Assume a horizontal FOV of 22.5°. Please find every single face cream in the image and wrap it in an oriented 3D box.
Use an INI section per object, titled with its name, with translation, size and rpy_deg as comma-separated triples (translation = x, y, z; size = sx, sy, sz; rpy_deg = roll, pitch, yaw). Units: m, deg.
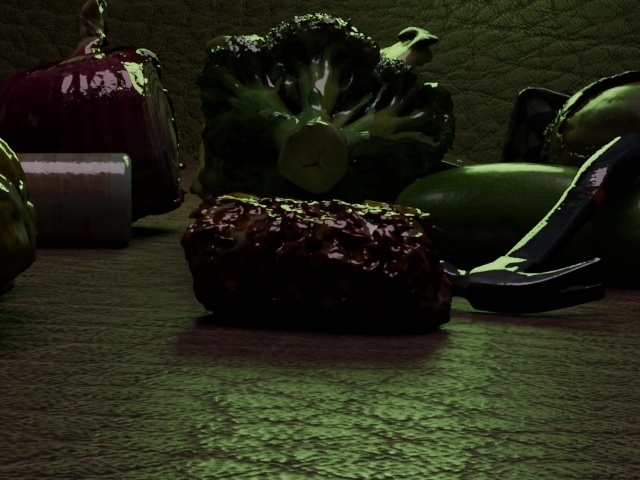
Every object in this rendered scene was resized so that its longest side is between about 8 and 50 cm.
[face cream]
translation = -0.330, -0.045, 1.742
size = 0.251, 0.101, 0.101
rpy_deg = 0, 6, -7

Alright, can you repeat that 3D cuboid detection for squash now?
[squash]
translation = 0.218, -0.018, 1.531
size = 0.395, 0.107, 0.107
rpy_deg = 7, 8, 41

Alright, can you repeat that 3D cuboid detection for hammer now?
[hammer]
translation = 0.215, -0.019, 1.367
size = 0.137, 0.037, 0.290
rpy_deg = 10, 33, 34

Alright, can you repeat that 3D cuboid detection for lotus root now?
[lotus root]
translation = 0.377, -0.065, 1.587
size = 0.397, 0.179, 0.196
rpy_deg = 12, 49, 38

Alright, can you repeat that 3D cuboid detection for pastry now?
[pastry]
translation = -0.005, 0.017, 1.208
size = 0.208, 0.097, 0.115
rpy_deg = 4, 17, 20

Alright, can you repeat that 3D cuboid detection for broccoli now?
[broccoli]
translation = 0.006, -0.105, 1.648
size = 0.269, 0.254, 0.269
rpy_deg = -19, 12, 4

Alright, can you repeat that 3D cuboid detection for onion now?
[onion]
translation = -0.291, -0.120, 1.907
size = 0.256, 0.272, 0.230
rpy_deg = -34, 0, 24

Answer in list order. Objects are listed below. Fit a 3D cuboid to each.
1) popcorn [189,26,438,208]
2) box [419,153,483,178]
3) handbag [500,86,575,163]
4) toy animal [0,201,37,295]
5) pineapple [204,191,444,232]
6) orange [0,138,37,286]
[popcorn]
translation = -0.031, -0.129, 1.922
size = 0.293, 0.237, 0.293
rpy_deg = 2, 22, -1
[box]
translation = 0.163, -0.080, 1.914
size = 0.126, 0.031, 0.091
rpy_deg = 18, 11, 22
[handbag]
translation = 0.402, -0.077, 1.918
size = 0.316, 0.180, 0.416
rpy_deg = 11, 3, 16
[toy animal]
translation = -0.333, -0.005, 1.359
size = 0.188, 0.089, 0.179
rpy_deg = -8, 42, -10
[pineapple]
translation = 0.000, 0.000, 1.449
size = 0.224, 0.076, 0.225
rpy_deg = 3, 7, 0
[orange]
translation = -0.339, -0.035, 1.128
size = 0.270, 0.210, 0.368
rpy_deg = -2, 4, -8
